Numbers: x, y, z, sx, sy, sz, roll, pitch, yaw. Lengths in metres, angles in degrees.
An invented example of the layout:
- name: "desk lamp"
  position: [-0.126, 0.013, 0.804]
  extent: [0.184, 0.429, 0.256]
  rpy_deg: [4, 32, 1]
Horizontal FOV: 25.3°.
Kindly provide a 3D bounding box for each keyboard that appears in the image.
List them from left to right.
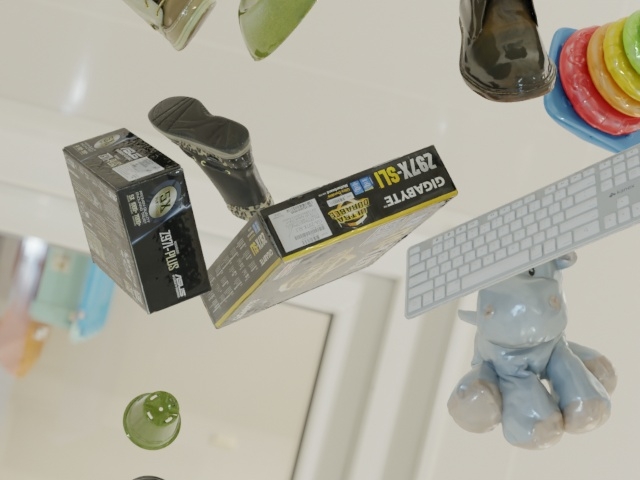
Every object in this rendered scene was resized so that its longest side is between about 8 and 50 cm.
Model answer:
- name: "keyboard"
  position: [0.167, -0.013, 1.045]
  extent: [0.256, 0.014, 0.072]
  rpy_deg: [-26, -145, 30]

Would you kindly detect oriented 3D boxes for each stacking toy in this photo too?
- name: "stacking toy"
  position: [0.449, -0.254, 1.901]
  extent: [0.302, 0.175, 0.166]
  rpy_deg: [-35, -144, 55]

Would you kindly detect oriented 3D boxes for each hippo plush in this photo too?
- name: "hippo plush"
  position: [0.301, 0.115, 1.940]
  extent: [0.294, 0.234, 0.236]
  rpy_deg: [-75, 170, -54]

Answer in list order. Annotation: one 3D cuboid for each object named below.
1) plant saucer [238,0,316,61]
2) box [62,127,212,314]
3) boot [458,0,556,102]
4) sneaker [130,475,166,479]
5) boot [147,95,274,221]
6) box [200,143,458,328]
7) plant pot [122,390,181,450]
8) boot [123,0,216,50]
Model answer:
- name: "plant saucer"
  position: [-0.012, -0.276, 1.306]
  extent: [0.241, 0.037, 0.241]
  rpy_deg: [-52, -162, 24]
- name: "box"
  position: [-0.199, -0.025, 1.538]
  extent: [0.180, 0.077, 0.147]
  rpy_deg: [32, -42, 57]
- name: "boot"
  position: [0.154, -0.202, 1.256]
  extent: [0.219, 0.082, 0.106]
  rpy_deg: [-101, 179, -61]
- name: "sneaker"
  position: [-0.236, 0.397, 1.589]
  extent: [0.139, 0.125, 0.341]
  rpy_deg: [-50, -171, 50]
- name: "boot"
  position: [-0.178, -0.132, 2.340]
  extent: [0.085, 0.236, 0.178]
  rpy_deg: [-43, 134, -22]
- name: "box"
  position: [0.000, 0.000, 1.837]
  extent: [0.079, 0.257, 0.322]
  rpy_deg: [63, -25, 8]
- name: "plant pot"
  position: [-0.227, 0.243, 1.980]
  extent: [0.079, 0.083, 0.083]
  rpy_deg: [131, -25, -64]
- name: "boot"
  position: [-0.216, -0.315, 1.749]
  extent: [0.077, 0.165, 0.213]
  rpy_deg: [-51, -162, 1]
